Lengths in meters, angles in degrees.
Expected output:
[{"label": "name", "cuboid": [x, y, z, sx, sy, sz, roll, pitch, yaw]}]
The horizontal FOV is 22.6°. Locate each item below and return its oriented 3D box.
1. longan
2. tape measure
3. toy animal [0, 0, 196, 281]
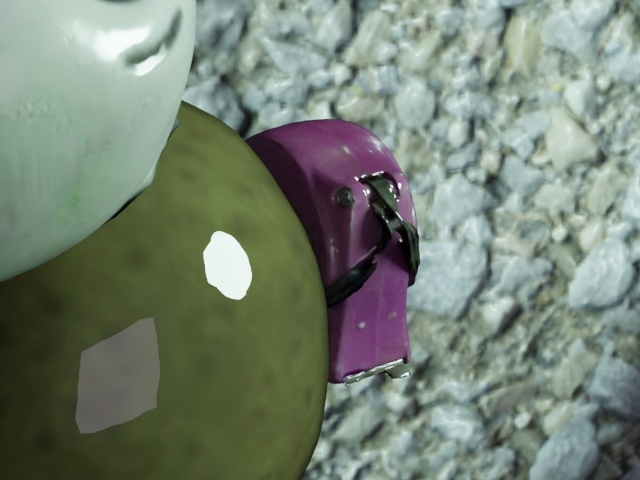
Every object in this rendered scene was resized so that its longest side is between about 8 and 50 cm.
[{"label": "longan", "cuboid": [-0.107, 0.049, 0.724, 0.246, 0.215, 0.246, 14, 71, -44]}, {"label": "tape measure", "cuboid": [0.000, 0.000, 0.818, 0.074, 0.125, 0.118, -15, 117, -36]}, {"label": "toy animal", "cuboid": [-0.166, -0.112, 0.573, 0.212, 0.267, 0.212, -34, 153, -20]}]
